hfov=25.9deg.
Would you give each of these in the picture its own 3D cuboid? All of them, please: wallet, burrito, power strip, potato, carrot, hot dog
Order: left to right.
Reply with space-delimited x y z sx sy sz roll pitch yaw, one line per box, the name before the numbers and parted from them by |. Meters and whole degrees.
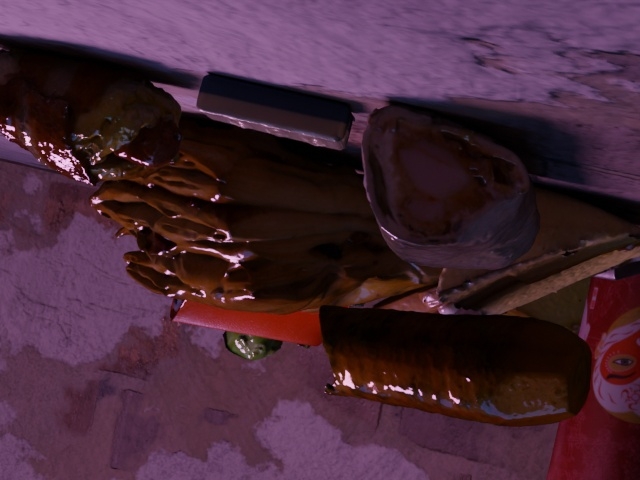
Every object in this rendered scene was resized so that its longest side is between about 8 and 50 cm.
hot dog | -0.219 -0.105 1.208 0.213 0.103 0.146 14 179 25
wallet | -0.075 0.077 1.757 0.204 0.045 0.142 12 146 -18
power strip | -0.037 -0.102 1.108 0.123 0.032 0.056 14 177 6
carrot | 0.126 0.125 1.428 0.302 0.114 0.114 3 173 32
burrito | 0.106 -0.033 1.142 0.143 0.105 0.299 9 176 11
potato | 0.355 0.085 2.190 0.176 0.141 0.298 -2 168 45

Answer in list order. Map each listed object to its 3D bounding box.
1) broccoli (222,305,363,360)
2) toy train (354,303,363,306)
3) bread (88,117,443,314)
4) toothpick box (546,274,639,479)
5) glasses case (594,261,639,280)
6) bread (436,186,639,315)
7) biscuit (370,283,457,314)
broccoli | -0.058 0.051 2.030 0.298 0.297 0.297 6 -140 -5
toy train | 0.000 0.000 1.850 0.203 0.163 0.112 14 179 -18
bread | -0.057 -0.011 1.571 0.370 0.191 0.314 13 178 -41
toothpick box | 0.419 0.184 1.781 0.204 0.333 0.204 14 178 1
glasses case | 0.318 0.017 1.723 0.072 0.042 0.191 -21 -163 -31
bread | 0.240 0.029 1.403 0.178 0.135 0.240 15 177 22
biscuit | 0.176 0.057 1.681 0.340 0.047 0.216 -24 180 33
